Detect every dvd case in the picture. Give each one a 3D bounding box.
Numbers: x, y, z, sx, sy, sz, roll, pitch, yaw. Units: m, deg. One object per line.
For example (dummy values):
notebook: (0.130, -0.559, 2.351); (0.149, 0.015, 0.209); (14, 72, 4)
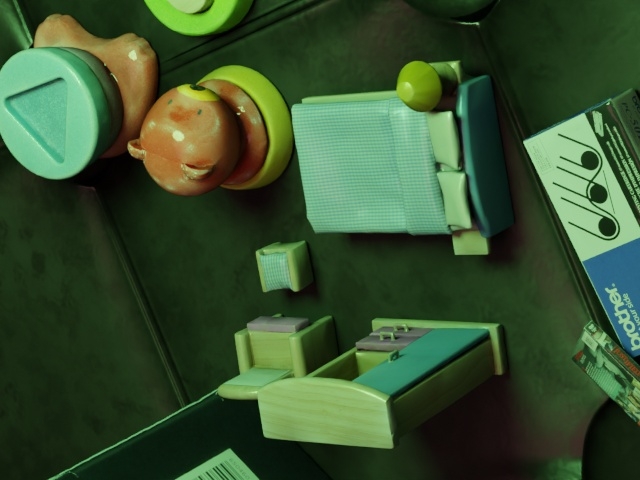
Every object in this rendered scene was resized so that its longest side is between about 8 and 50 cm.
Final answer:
dvd case: (0.265, 0.126, 1.687); (0.119, 0.013, 0.087); (44, 165, 15)

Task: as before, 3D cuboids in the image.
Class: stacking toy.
stacking toy: (-0.191, -0.178, 1.866); (0.309, 0.130, 0.280); (8, 111, 33)

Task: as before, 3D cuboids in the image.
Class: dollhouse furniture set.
dollhouse furniture set: (0.000, 0.000, 1.748); (0.286, 0.198, 0.303); (1, 106, 35)

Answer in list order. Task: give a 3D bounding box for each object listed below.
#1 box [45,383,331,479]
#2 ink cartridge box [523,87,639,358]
box: (-0.188, 0.375, 1.954); (0.212, 0.293, 0.395); (45, 126, 15)
ink cartridge box: (0.260, -0.014, 1.653); (0.097, 0.046, 0.207); (-25, 91, 40)
